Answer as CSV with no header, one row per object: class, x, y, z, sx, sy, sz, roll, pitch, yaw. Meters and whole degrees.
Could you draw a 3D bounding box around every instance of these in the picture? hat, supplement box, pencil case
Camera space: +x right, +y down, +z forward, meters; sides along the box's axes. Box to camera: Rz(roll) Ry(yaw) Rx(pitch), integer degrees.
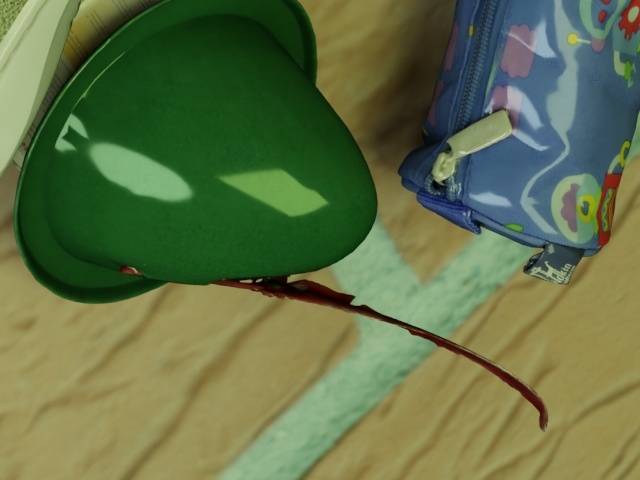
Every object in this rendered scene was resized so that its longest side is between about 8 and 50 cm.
hat,0.000,0.000,0.714,0.208,0.183,0.173,-20,138,-44
supplement box,-0.109,-0.080,0.715,0.098,0.036,0.062,-43,132,-14
pencil case,0.124,-0.140,0.809,0.133,0.119,0.306,-5,114,-54

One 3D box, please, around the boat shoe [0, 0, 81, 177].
boat shoe,-0.134,-0.151,0.613,0.103,0.118,0.320,16,108,-45
